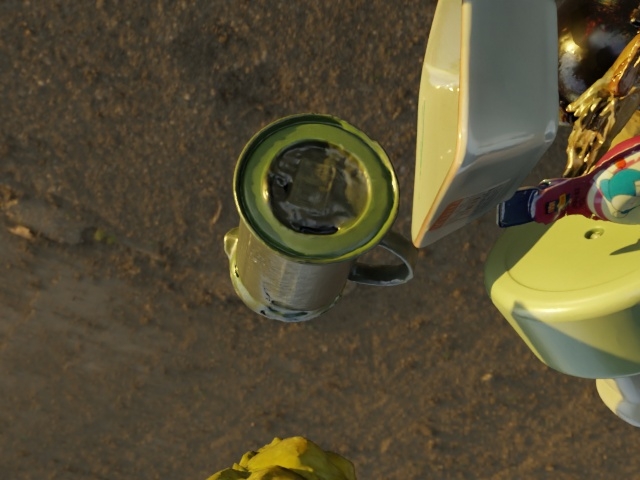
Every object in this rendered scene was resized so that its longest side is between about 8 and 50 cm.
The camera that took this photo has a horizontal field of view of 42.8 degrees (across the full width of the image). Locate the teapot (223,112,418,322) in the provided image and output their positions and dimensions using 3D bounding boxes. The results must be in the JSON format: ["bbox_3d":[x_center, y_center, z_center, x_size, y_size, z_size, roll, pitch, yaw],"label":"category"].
[{"bbox_3d":[0.000,0.000,1.130,0.271,0.200,0.337,17,158,-3],"label":"teapot"}]

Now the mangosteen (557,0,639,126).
[{"bbox_3d":[0.450,-0.289,1.316,0.243,0.243,0.243,5,140,4],"label":"mangosteen"}]

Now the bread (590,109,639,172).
[{"bbox_3d":[0.455,-0.071,1.243,0.134,0.244,0.244,25,144,17],"label":"bread"}]

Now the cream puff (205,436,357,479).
[{"bbox_3d":[-0.065,0.284,0.646,0.185,0.281,0.282,6,141,-9],"label":"cream puff"}]

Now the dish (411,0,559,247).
[{"bbox_3d":[0.104,-0.082,0.549,0.064,0.154,0.234,4,165,-1],"label":"dish"}]

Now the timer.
[{"bbox_3d":[0.400,0.109,1.037,0.291,0.290,0.315,-18,117,29],"label":"timer"}]

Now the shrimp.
[{"bbox_3d":[0.321,-0.150,0.954,0.066,0.117,0.262,39,117,27],"label":"shrimp"}]

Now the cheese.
[{"bbox_3d":[0.306,-0.055,0.857,0.244,0.062,0.155,-12,149,3],"label":"cheese"}]
